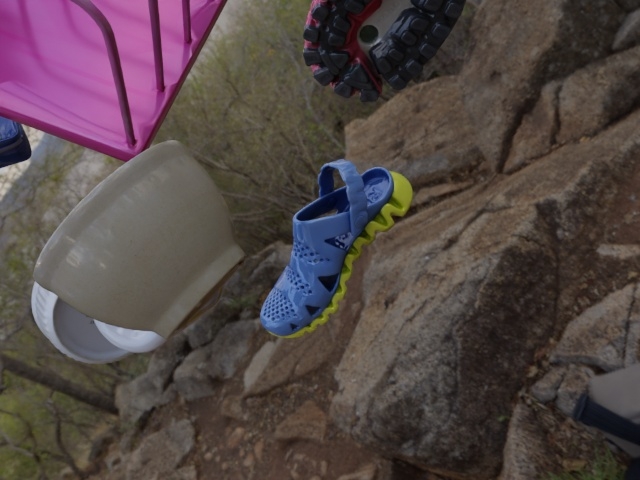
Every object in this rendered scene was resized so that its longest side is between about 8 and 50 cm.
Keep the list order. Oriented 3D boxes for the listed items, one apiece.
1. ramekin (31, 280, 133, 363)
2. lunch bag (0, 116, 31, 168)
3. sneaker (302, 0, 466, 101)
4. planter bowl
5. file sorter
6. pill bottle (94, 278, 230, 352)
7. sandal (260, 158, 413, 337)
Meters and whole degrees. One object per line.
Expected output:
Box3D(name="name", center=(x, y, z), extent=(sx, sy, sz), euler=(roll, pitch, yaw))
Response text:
Box3D(name="ramekin", center=(-0.365, 0.106, 0.923), extent=(0.109, 0.207, 0.207), euler=(23, 84, 58))
Box3D(name="lunch bag", center=(-0.454, -0.158, 0.769), extent=(0.098, 0.067, 0.065), euler=(58, 159, 18))
Box3D(name="sneaker", center=(0.085, -0.235, 0.358), extent=(0.299, 0.121, 0.112), euler=(-41, 33, 36))
Box3D(name="planter bowl", center=(-0.133, 0.013, 0.462), extent=(0.162, 0.109, 0.162), euler=(-47, 1, 1))
Box3D(name="file sorter", center=(-0.202, -0.260, 0.485), extent=(0.182, 0.202, 0.290), euler=(118, 171, -63))
Box3D(name="pill bottle", center=(-0.178, 0.054, 0.664), extent=(0.103, 0.103, 0.184), euler=(-52, -5, 19))
Box3D(name="sandal", center=(0.000, 0.000, 0.838), extent=(0.126, 0.138, 0.317), euler=(27, 83, 49))
